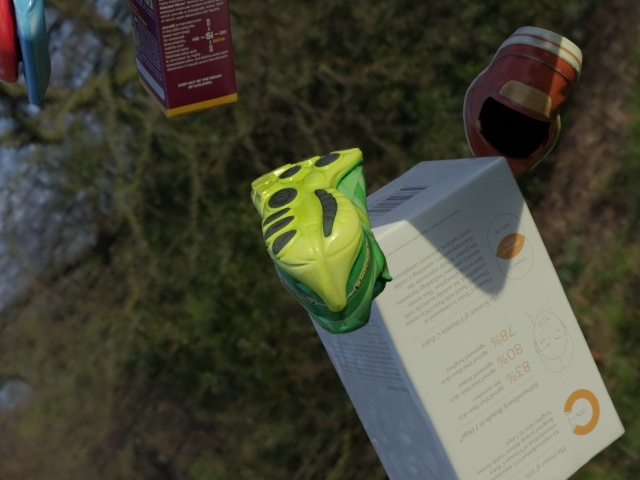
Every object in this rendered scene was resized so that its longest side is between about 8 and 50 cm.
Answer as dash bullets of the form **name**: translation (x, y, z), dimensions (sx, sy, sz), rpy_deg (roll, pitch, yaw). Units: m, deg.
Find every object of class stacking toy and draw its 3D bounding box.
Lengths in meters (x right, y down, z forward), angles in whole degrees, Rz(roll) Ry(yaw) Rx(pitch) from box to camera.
- **stacking toy**: translation (-0.469, -0.247, 1.743), dimensions (0.166, 0.301, 0.175), rpy_deg (98, 162, -59)

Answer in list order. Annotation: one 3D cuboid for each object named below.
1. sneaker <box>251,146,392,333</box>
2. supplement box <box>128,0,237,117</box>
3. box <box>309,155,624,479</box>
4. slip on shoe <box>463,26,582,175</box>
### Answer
- **sneaker**: translation (0.000, 0.000, 1.355), dimensions (0.109, 0.123, 0.295), rpy_deg (-16, 19, 7)
- **supplement box**: translation (-0.146, -0.237, 1.561), dimensions (0.104, 0.080, 0.188), rpy_deg (-131, 31, -52)
- **box**: translation (0.144, 0.110, 1.643), dimensions (0.215, 0.345, 0.168), rpy_deg (-31, 15, -25)
- **slip on shoe**: translation (0.219, -0.136, 1.737), dimensions (0.331, 0.123, 0.101), rpy_deg (102, -168, -75)
